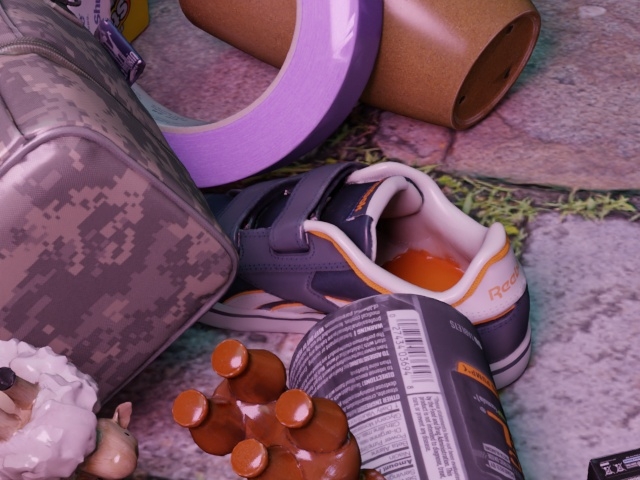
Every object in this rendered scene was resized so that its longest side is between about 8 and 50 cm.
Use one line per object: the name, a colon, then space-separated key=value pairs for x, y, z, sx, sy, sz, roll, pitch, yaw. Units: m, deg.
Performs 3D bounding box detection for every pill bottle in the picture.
pill bottle: x=0.058 y=0.156 z=0.896 sx=0.130 sy=0.130 sz=0.245 roll=-7 pitch=41 yaw=-4

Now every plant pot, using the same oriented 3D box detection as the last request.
plant pot: x=0.049 y=-0.211 z=1.281 sx=0.254 sy=0.237 sz=0.237 roll=39 pitch=54 yaw=21

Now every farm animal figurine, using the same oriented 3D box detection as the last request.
farm animal figurine: x=-0.091 y=0.224 z=0.779 sx=0.327 sy=0.172 sz=0.330 roll=4 pitch=68 yaw=27

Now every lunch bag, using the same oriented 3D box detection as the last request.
lunch bag: x=-0.235 y=-0.010 z=0.981 sx=0.305 sy=0.212 sz=0.256 roll=-43 pitch=49 yaw=7

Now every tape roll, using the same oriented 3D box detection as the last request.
tape roll: x=-0.094 y=-0.180 z=1.179 sx=0.275 sy=0.274 sz=0.090 roll=9 pitch=8 yaw=14

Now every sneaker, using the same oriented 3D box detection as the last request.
sneaker: x=0.000 y=0.000 z=1.090 sx=0.321 sy=0.127 sz=0.126 roll=14 pitch=44 yaw=21

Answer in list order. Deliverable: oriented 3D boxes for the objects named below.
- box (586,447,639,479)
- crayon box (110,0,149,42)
box: x=0.264 y=0.184 z=0.889 sx=0.180 sy=0.077 sz=0.147 roll=-12 pitch=41 yaw=-10
crayon box: x=-0.280 y=-0.225 z=1.225 sx=0.106 sy=0.313 sz=0.363 roll=18 pitch=44 yaw=19
